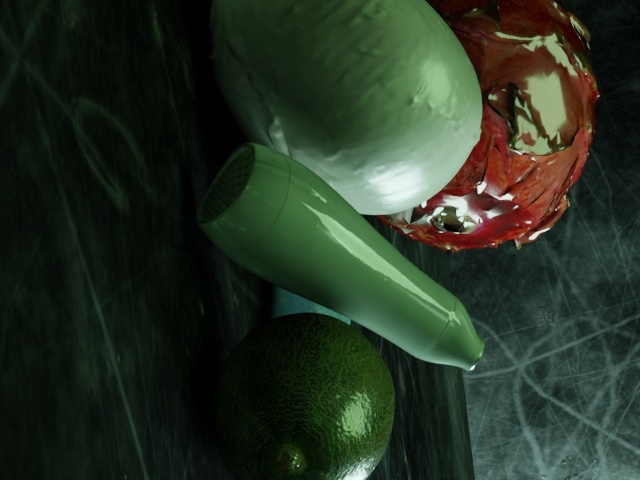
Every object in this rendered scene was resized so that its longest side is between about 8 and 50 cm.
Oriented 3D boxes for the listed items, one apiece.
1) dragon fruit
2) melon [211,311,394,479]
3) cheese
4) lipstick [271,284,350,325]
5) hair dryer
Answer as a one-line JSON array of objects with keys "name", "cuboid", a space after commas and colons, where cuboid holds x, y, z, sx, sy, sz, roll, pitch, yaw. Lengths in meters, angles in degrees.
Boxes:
[{"name": "dragon fruit", "cuboid": [0.151, -0.139, 1.641, 0.296, 0.295, 0.302, 69, 19, -53]}, {"name": "melon", "cuboid": [-0.011, 0.104, 0.979, 0.167, 0.114, 0.114, -70, 151, -72]}, {"name": "cheese", "cuboid": [0.024, -0.107, 1.111, 0.189, 0.154, 0.198, 48, -5, 30]}, {"name": "lipstick", "cuboid": [-0.005, -0.003, 1.253, 0.274, 0.061, 0.068, -88, 164, -45]}, {"name": "hair dryer", "cuboid": [0.000, 0.000, 1.103, 0.206, 0.075, 0.237, 34, 3, -18]}]
